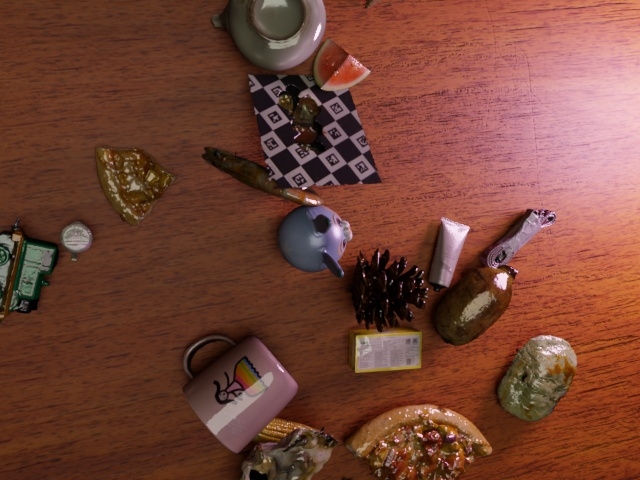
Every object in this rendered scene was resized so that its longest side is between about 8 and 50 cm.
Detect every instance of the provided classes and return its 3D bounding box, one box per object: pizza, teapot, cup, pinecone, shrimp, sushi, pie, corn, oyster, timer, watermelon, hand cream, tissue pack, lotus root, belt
[{"bbox_3d":[-0.393,-0.125,1.279,0.161,0.062,0.182,-11,99,-15],"label":"pizza"},{"bbox_3d":[-0.065,-0.514,1.268,0.220,0.149,0.318,41,87,-8],"label":"teapot"},{"bbox_3d":[-0.193,0.315,1.341,0.200,0.191,0.253,-41,73,-10],"label":"cup"},{"bbox_3d":[0.157,0.114,1.385,0.208,0.208,0.207,-2,98,-15],"label":"pinecone"},{"bbox_3d":[-0.122,-0.143,1.326,0.296,0.169,0.058,27,102,18],"label":"shrimp"},{"bbox_3d":[-0.026,-0.237,1.320,0.264,0.050,0.290,-7,70,-24],"label":"sushi"},{"bbox_3d":[0.601,0.377,1.593,0.201,0.090,0.248,27,94,-19],"label":"pie"},{"bbox_3d":[-0.086,0.472,1.434,0.206,0.067,0.067,18,92,-17],"label":"corn"},{"bbox_3d":[-0.109,0.536,1.389,0.201,0.107,0.354,22,112,-44],"label":"oyster"},{"bbox_3d":[0.011,-0.007,1.312,0.175,0.255,0.175,1,88,-37],"label":"timer"},{"bbox_3d":[0.044,-0.390,1.334,0.125,0.094,0.135,40,68,-13],"label":"watermelon"},{"bbox_3d":[-0.522,-0.001,1.259,0.064,0.064,0.083,7,100,-22],"label":"teapot"},{"bbox_3d":[0.250,0.558,1.519,0.409,0.114,0.277,13,89,-14],"label":"pizza"},{"bbox_3d":[0.320,0.041,1.498,0.087,0.054,0.186,18,85,-20],"label":"hand cream"},{"bbox_3d":[0.161,0.272,1.477,0.176,0.062,0.095,-1,96,-14],"label":"tissue pack"},{"bbox_3d":[0.396,0.156,1.488,0.260,0.128,0.145,-44,126,4],"label":"lotus root"},{"bbox_3d":[0.513,-0.010,1.538,0.232,0.053,0.071,-40,104,-6],"label":"belt"}]

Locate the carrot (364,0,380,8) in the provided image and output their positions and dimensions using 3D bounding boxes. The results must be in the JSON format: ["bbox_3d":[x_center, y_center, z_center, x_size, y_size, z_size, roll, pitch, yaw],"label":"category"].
[{"bbox_3d":[0.202,-0.681,1.363,0.070,0.070,0.342,32,90,-16],"label":"carrot"}]

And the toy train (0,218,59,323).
[{"bbox_3d":[-0.629,0.069,1.228,0.136,0.091,0.227,10,95,-26],"label":"toy train"}]

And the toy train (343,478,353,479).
[{"bbox_3d":[0.068,0.661,1.521,0.045,0.029,0.092,4,95,-23],"label":"toy train"}]
